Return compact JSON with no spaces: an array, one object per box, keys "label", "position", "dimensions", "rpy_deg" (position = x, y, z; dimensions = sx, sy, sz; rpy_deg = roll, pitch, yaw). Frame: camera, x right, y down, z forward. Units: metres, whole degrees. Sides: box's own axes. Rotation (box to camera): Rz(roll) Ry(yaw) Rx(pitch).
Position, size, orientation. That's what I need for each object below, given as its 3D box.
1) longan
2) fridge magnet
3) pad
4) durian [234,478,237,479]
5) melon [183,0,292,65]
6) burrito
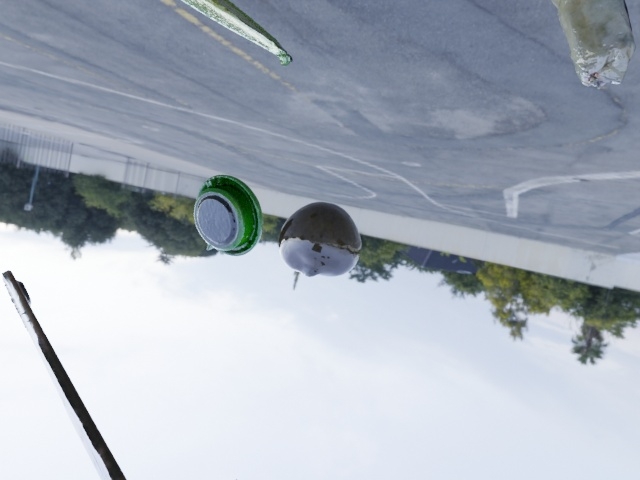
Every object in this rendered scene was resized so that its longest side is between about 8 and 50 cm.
[{"label":"longan","position":[0.000,0.000,0.948],"dimensions":[0.190,0.189,0.189],"rpy_deg":[11,-177,-1]},{"label":"fridge magnet","position":[-0.232,-0.058,1.100],"dimensions":[0.208,0.207,0.088],"rpy_deg":[13,-157,26]},{"label":"pad","position":[-0.195,0.199,0.401],"dimensions":[0.018,0.286,0.284],"rpy_deg":[-28,-125,-34]},{"label":"durian","position":[-0.327,0.874,1.343],"dimensions":[0.169,0.158,0.352],"rpy_deg":[39,-170,18]},{"label":"melon","position":[-0.158,-0.425,0.857],"dimensions":[0.262,0.053,0.114],"rpy_deg":[33,-173,-5]},{"label":"burrito","position":[0.266,-0.234,0.447],"dimensions":[0.045,0.188,0.058],"rpy_deg":[-6,165,-14]}]
